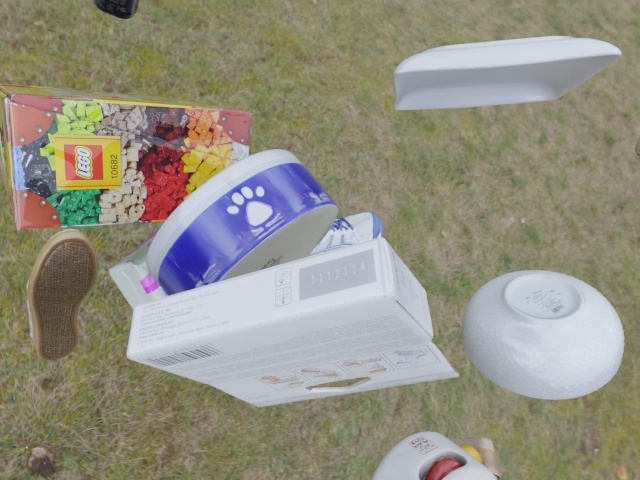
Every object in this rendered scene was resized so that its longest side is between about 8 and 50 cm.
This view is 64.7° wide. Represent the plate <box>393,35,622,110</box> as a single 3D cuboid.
[{"bbox_3d":[0.248,-0.245,0.753,0.277,0.277,0.045,-2,94,9],"label":"plate"}]

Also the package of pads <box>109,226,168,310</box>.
[{"bbox_3d":[-0.328,0.122,1.195,0.297,0.101,0.229,67,28,-22],"label":"package of pads"}]

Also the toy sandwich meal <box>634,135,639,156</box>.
[{"bbox_3d":[0.404,-0.119,0.573,0.029,0.085,0.085,49,55,-8],"label":"toy sandwich meal"}]

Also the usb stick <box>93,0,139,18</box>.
[{"bbox_3d":[-0.303,-0.449,0.777,0.077,0.278,0.045,15,67,-24],"label":"usb stick"}]

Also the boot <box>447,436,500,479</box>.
[{"bbox_3d":[0.250,0.516,1.030,0.090,0.248,0.207,35,48,-26],"label":"boot"}]

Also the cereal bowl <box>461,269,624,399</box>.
[{"bbox_3d":[0.488,0.174,1.122,0.339,0.338,0.141,-37,131,-35],"label":"cereal bowl"}]

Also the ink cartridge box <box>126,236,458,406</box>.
[{"bbox_3d":[-0.017,0.116,0.584,0.261,0.296,0.066,46,35,-51],"label":"ink cartridge box"}]

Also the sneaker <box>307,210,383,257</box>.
[{"bbox_3d":[0.000,0.000,0.999,0.296,0.112,0.131,-29,126,-21],"label":"sneaker"}]

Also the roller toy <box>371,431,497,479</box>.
[{"bbox_3d":[0.181,0.420,0.822,0.191,0.146,0.209,40,80,-34],"label":"roller toy"}]

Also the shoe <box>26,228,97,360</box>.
[{"bbox_3d":[-0.339,0.065,0.646,0.076,0.219,0.058,-6,45,-42],"label":"shoe"}]

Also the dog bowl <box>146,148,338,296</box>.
[{"bbox_3d":[-0.104,0.001,0.719,0.265,0.265,0.104,-34,76,-35],"label":"dog bowl"}]

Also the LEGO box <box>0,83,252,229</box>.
[{"bbox_3d":[-0.409,-0.185,0.988,0.372,0.500,0.193,-5,109,-33],"label":"LEGO box"}]
